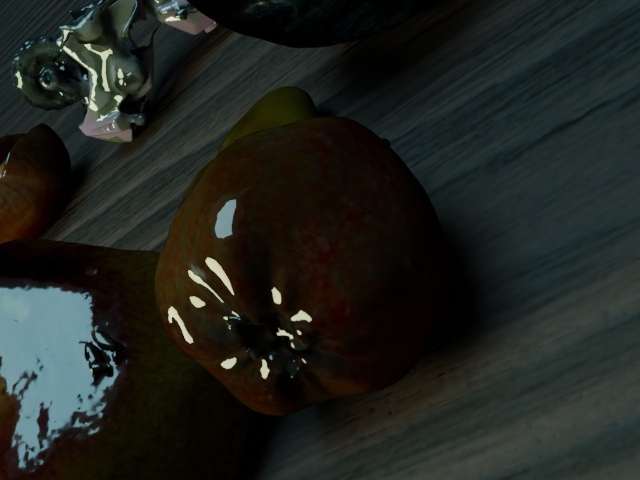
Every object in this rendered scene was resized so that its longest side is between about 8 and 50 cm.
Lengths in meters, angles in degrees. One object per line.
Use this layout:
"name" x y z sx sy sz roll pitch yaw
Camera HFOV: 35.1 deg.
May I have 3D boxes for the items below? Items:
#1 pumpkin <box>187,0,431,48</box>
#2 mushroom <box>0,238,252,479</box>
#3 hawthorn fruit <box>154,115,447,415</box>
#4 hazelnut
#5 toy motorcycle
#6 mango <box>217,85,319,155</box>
"pumpkin" -0.021 -0.362 0.937 0.266 0.363 0.363 -18 47 43
"mushroom" -0.193 0.140 0.877 0.345 0.259 0.345 -8 74 29
"hawthorn fruit" 0.000 0.000 0.742 0.208 0.208 0.248 -29 20 37
"hazelnut" -0.445 -0.082 1.441 0.201 0.160 0.170 -56 29 9
"toy motorcycle" -0.242 -0.256 1.346 0.327 0.188 0.143 -35 22 4
"mango" -0.047 -0.086 0.970 0.111 0.089 0.163 -34 25 11
